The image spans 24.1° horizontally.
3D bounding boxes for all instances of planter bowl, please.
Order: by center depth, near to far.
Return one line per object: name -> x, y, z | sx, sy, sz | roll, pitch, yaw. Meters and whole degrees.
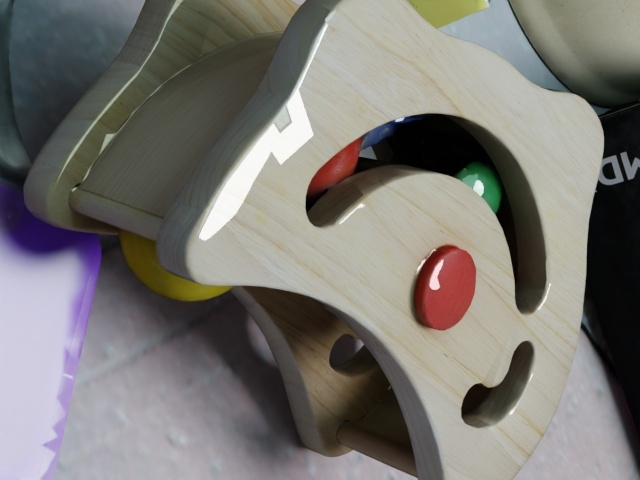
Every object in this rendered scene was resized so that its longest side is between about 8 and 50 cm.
planter bowl -> 0.180, -0.163, 0.790 | 0.162, 0.109, 0.162 | 21, 62, -44

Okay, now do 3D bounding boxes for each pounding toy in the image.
pounding toy -> 0.000, 0.000, 0.548 | 0.269, 0.155, 0.154 | 19, 89, -49

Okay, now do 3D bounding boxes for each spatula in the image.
spatula -> -0.105, -0.067, 0.491 | 0.084, 0.030, 0.296 | 21, 61, -44

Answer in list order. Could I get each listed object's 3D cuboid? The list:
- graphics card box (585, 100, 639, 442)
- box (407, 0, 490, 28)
graphics card box -> 0.262, 0.088, 0.803 | 0.233, 0.094, 0.371 | -21, 93, -50
box -> 0.068, -0.202, 0.716 | 0.087, 0.058, 0.232 | 48, 46, -26
